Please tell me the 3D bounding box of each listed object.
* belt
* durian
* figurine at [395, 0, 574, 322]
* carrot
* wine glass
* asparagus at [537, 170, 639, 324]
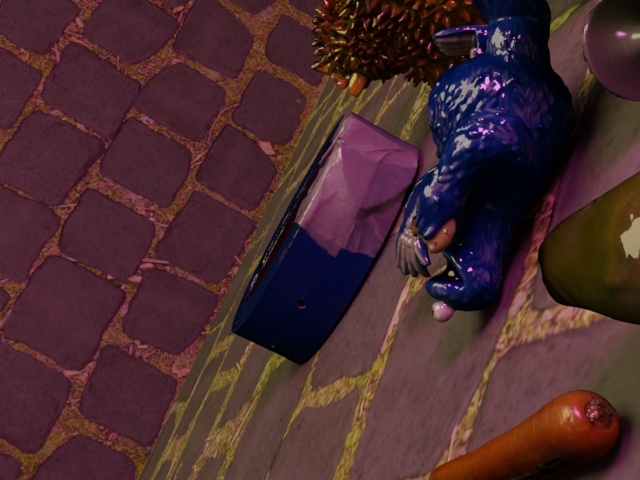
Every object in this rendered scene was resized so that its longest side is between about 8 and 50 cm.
[{"bbox_3d":[0.000,0.000,1.107,0.347,0.117,0.212,-60,9,12],"label":"belt"},{"bbox_3d":[0.119,-0.320,1.035,0.293,0.258,0.258,-43,20,39],"label":"durian"},{"bbox_3d":[0.137,-0.063,0.653,0.164,0.120,0.262,-119,40,-86],"label":"figurine"},{"bbox_3d":[0.106,0.131,0.482,0.190,0.037,0.037,-50,16,53],"label":"carrot"},{"bbox_3d":[0.230,-0.134,0.448,0.079,0.079,0.195,-64,10,-10],"label":"wine glass"},{"bbox_3d":[0.218,-0.051,0.289,0.343,0.085,0.082,-42,10,48],"label":"asparagus"}]
